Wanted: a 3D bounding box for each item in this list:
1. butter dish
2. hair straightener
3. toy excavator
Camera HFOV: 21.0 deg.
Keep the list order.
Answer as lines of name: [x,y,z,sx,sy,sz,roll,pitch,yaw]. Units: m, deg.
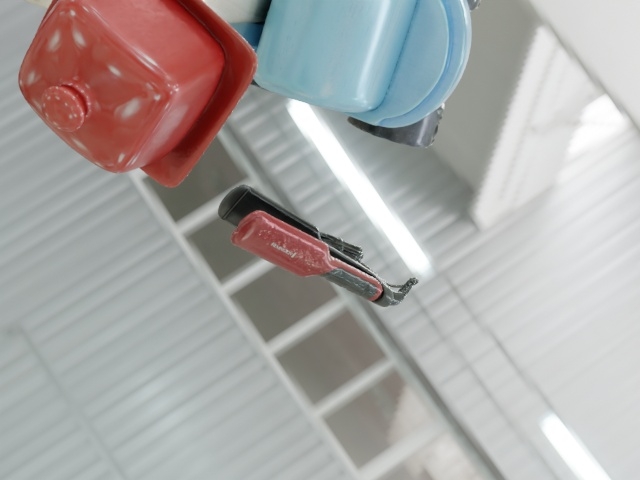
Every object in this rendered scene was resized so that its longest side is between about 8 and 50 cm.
butter dish: [-0.153,-0.114,1.229,0.160,0.118,0.160,43,-49,4]
hair straightener: [0.000,0.000,1.546,0.230,0.047,0.089,21,25,-38]
toy excavator: [-0.065,-0.254,1.835,0.433,0.222,0.445,22,14,11]
